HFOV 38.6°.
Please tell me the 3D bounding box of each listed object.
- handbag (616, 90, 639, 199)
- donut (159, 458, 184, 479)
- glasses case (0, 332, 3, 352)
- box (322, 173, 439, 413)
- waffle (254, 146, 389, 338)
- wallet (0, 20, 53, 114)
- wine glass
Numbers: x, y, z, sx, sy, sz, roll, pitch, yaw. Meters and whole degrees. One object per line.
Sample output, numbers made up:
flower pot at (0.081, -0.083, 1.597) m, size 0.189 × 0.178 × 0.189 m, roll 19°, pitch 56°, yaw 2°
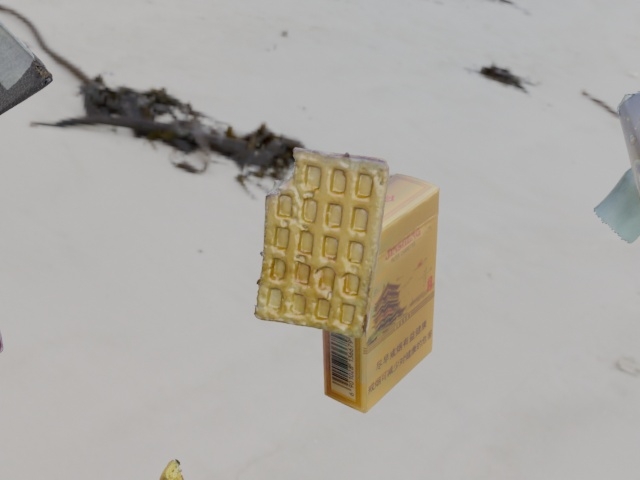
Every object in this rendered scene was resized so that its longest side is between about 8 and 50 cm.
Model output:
handbag at (0.389, -0.104, 1.013) m, size 0.095 × 0.117 × 0.173 m, roll -3°, pitch 70°, yaw -25°
donut at (-0.211, 0.370, 1.354) m, size 0.067 × 0.083 × 0.038 m, roll 25°, pitch 39°, yaw 20°
glasses case at (-0.262, 0.103, 0.659) m, size 0.070 × 0.102 × 0.193 m, roll -12°, pitch 12°, yaw -18°
box at (0.081, 0.070, 1.218) m, size 0.076 × 0.274 × 0.174 m, roll 19°, pitch 37°, yaw 32°
waffle at (0.000, 0.000, 0.664) m, size 0.092 × 0.135 × 0.021 m, roll 9°, pitch 13°, yaw 16°
wallet at (-0.477, -0.185, 1.084) m, size 0.262 × 0.221 × 0.071 m, roll -26°, pitch 73°, yaw 1°
wine glass at (0.428, -0.083, 1.117) m, size 0.079 × 0.195 × 0.079 m, roll 39°, pitch 18°, yaw -15°
